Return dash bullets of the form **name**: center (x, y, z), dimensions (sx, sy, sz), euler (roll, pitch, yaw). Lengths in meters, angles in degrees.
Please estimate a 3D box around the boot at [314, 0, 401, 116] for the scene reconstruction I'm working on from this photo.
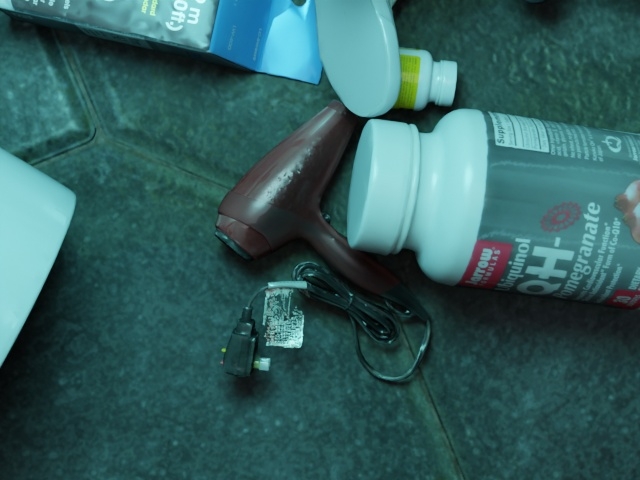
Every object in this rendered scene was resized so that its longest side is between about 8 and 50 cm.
- **boot**: center (0.056, -0.249, 1.441), dimensions (0.123, 0.095, 0.258), euler (-6, 78, -45)

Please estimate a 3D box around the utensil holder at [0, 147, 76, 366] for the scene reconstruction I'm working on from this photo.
- **utensil holder**: center (-0.463, -0.005, 1.313), dimensions (0.385, 0.327, 0.327), euler (29, 89, -14)

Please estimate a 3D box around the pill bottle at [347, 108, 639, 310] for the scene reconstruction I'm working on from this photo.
- **pill bottle**: center (0.194, -0.035, 1.418), dimensions (0.319, 0.176, 0.176), euler (8, 89, -7)

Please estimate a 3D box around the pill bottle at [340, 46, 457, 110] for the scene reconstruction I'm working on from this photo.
- **pill bottle**: center (0.081, -0.168, 1.485), dimensions (0.116, 0.065, 0.065), euler (6, 90, 0)

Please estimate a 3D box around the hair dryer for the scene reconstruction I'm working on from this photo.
- **hair dryer**: center (0.000, 0.000, 1.494), dimensions (0.224, 0.080, 0.293), euler (0, 95, -17)

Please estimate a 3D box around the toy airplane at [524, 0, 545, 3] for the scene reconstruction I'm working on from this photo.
- **toy airplane**: center (0.145, -0.437, 1.379), dimensions (0.385, 0.272, 0.386), euler (-4, 67, -18)

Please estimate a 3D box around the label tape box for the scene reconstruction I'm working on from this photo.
- **label tape box**: center (-0.139, -0.313, 1.462), dimensions (0.334, 0.106, 0.240), euler (12, 90, -1)
